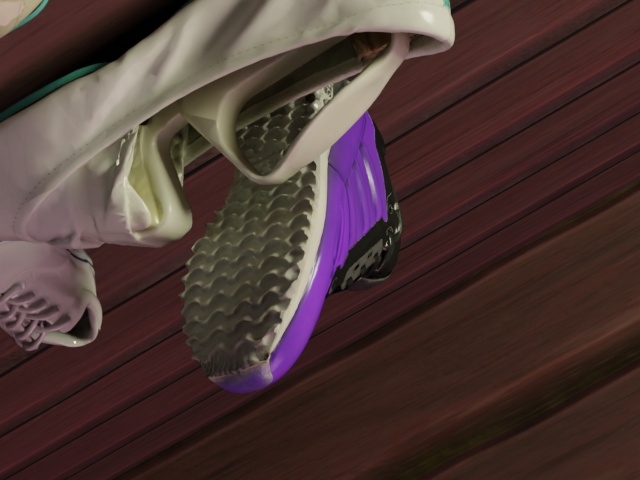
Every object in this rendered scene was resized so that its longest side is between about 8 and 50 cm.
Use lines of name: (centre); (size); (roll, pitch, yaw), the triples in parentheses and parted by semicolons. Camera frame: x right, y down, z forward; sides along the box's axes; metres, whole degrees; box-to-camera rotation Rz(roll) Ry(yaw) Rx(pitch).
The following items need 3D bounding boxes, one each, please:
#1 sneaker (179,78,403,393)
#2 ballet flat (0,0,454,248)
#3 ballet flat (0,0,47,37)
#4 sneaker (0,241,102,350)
sneaker: (0.001, 0.000, 0.981); (0.102, 0.293, 0.146); (-20, 130, 31)
ballet flat: (-0.088, -0.074, 0.912); (0.400, 0.139, 0.139); (-31, 166, 16)
ballet flat: (-0.243, -0.089, 0.672); (0.248, 0.086, 0.086); (-35, 166, 6)
sneaker: (-0.232, 0.037, 1.126); (0.094, 0.091, 0.258); (-30, 167, 10)
